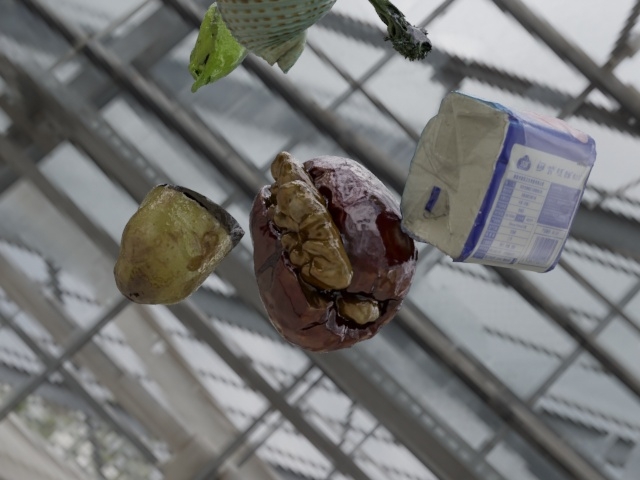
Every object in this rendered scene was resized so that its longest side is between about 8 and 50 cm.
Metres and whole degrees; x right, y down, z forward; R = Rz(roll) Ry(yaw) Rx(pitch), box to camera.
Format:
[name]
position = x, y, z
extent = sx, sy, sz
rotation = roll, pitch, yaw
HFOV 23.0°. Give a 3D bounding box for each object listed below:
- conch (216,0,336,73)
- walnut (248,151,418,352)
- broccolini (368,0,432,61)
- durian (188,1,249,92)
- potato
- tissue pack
[conch]
position = -0.058, -0.311, 1.893
extent = 0.172, 0.200, 0.131
rotation = 13, -1, 21
[walnut]
position = 0.000, 0.000, 2.064
extent = 0.244, 0.221, 0.269
rotation = 44, 13, -48
[broccolini]
position = 0.054, -0.322, 2.079
extent = 0.254, 0.057, 0.071
rotation = 36, -7, -29
[durian]
position = -0.171, -0.357, 2.815
extent = 0.101, 0.250, 0.139
rotation = 22, -59, -6
[potato]
position = -0.132, 0.010, 1.389
extent = 0.096, 0.103, 0.066
rotation = 30, -14, -2
[tissue pack]
position = 0.234, -0.073, 2.066
extent = 0.137, 0.209, 0.269
rotation = 22, 9, 33
